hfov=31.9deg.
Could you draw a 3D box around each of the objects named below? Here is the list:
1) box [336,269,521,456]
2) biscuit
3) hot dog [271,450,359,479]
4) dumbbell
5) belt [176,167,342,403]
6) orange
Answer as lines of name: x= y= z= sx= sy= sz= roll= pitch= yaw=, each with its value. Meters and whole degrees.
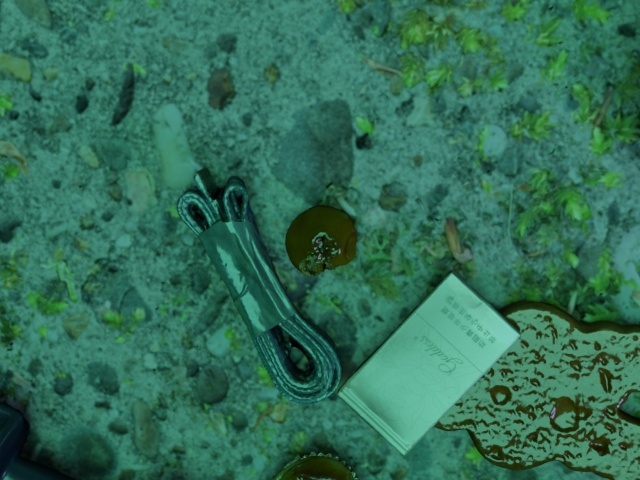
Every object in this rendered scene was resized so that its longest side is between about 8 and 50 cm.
box: x=0.122 y=0.140 z=1.279 sx=0.109 sy=0.029 sz=0.198 roll=43 pitch=100 yaw=2
biscuit: x=0.263 y=0.172 z=1.301 sx=0.334 sy=0.047 sz=0.202 roll=7 pitch=98 yaw=7
hot dog: x=-0.050 y=0.355 z=1.346 sx=0.253 sy=0.069 sz=0.131 roll=-39 pitch=95 yaw=10
dumbbell: x=-0.302 y=0.310 z=1.323 sx=0.316 sy=0.156 sz=0.143 roll=26 pitch=70 yaw=0
belt: x=-0.067 y=0.051 z=1.302 sx=0.087 sy=0.072 sz=0.302 roll=-27 pitch=98 yaw=12
orange: x=0.000 y=0.000 z=1.292 sx=0.086 sy=0.062 sz=0.086 roll=0 pitch=96 yaw=5
